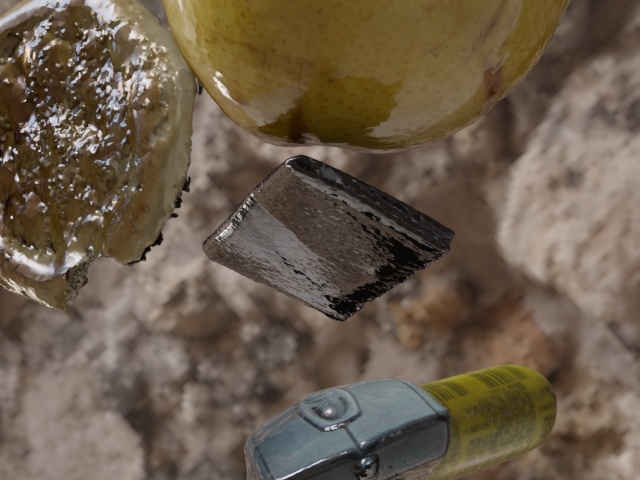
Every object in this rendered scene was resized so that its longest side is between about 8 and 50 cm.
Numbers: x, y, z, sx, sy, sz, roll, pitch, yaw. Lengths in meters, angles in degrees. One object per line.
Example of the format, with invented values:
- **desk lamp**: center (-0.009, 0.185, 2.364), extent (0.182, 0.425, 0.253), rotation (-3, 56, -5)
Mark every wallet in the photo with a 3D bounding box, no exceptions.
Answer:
- **wallet**: center (0.000, -0.001, 1.338), extent (0.025, 0.124, 0.244), rotation (-67, 9, -18)

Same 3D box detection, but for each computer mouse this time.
- **computer mouse**: center (0.015, 0.197, 1.810), extent (0.188, 0.122, 0.371), rotation (-24, -7, -9)

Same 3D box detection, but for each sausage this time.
- **sausage**: center (0.172, 0.231, 2.425), extent (0.347, 0.123, 0.123), rotation (-10, -25, -42)

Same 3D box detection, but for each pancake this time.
- **pancake**: center (-0.283, -0.108, 2.170), extent (0.382, 0.382, 0.071), rotation (-43, -31, 24)

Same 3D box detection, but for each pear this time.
- **pear**: center (0.030, -0.208, 1.327), extent (0.314, 0.314, 0.314), rotation (-41, -5, -4)
